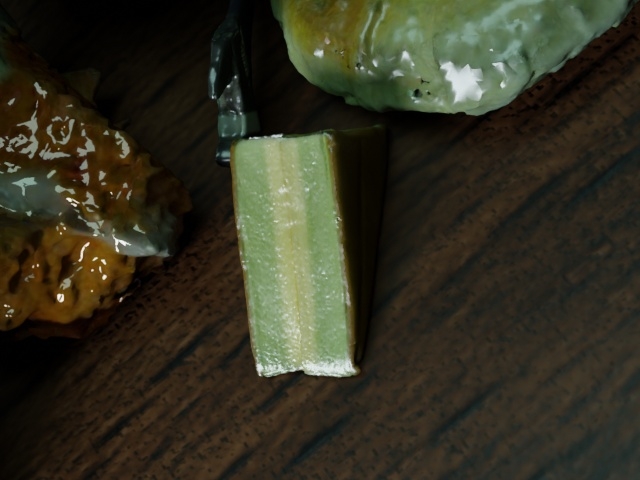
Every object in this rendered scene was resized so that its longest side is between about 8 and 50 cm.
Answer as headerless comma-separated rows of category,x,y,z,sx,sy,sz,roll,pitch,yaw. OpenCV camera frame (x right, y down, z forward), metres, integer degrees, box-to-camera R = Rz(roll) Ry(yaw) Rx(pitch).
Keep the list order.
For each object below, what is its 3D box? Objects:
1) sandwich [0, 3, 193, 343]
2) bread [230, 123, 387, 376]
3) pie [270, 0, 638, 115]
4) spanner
sandwich,-0.213,-0.061,0.956,0.301,0.162,0.250,24,42,15
bread,0.001,0.005,0.925,0.074,0.084,0.139,-6,93,24
pie,0.091,-0.206,0.954,0.306,0.071,0.306,-15,56,23
spanner,-0.045,-0.188,1.013,0.024,0.087,0.316,-1,60,11
